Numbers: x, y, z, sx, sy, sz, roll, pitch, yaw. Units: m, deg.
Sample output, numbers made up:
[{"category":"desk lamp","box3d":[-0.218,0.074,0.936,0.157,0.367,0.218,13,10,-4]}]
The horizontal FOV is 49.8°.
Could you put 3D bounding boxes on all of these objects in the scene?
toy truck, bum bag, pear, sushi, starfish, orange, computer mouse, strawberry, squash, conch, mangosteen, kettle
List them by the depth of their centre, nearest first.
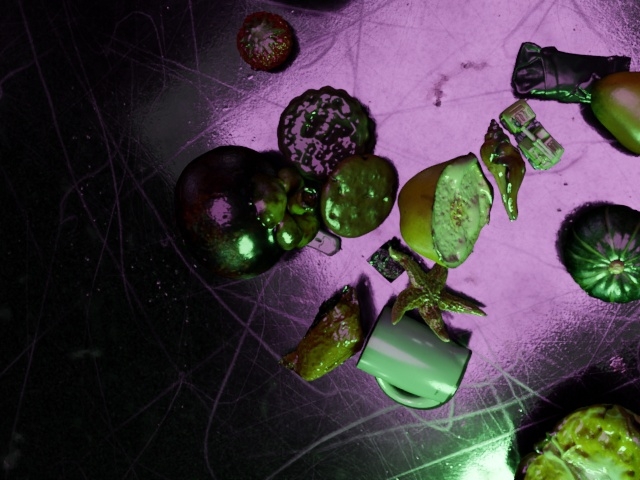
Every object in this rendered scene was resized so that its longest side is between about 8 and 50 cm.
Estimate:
[{"category":"squash","box3d":[0.631,0.029,1.480,0.218,0.172,0.218,2,102,9]},{"category":"orange","box3d":[0.604,0.539,1.509,0.368,0.210,0.271,-52,45,10]},{"category":"bum bag","box3d":[0.550,-0.364,1.517,0.249,0.060,0.123,8,94,10]},{"category":"toy truck","box3d":[0.470,-0.233,1.527,0.077,0.100,0.168,-35,88,12]},{"category":"conch","box3d":[0.421,-0.162,1.557,0.080,0.086,0.232,-30,94,-7]},{"category":"pear","box3d":[0.253,-0.076,1.558,0.178,0.267,0.266,12,99,37]},{"category":"starfish","box3d":[0.248,0.121,1.581,0.277,0.062,0.235,38,60,-5]},{"category":"mangosteen","box3d":[-0.180,-0.067,1.591,0.330,0.330,0.329,1,96,13]},{"category":"kettle","box3d":[0.212,0.294,1.619,0.237,0.161,0.221,24,119,5]},{"category":"sushi","box3d":[0.169,0.046,1.646,0.085,0.056,0.083,-43,85,14]},{"category":"strawberry","box3d":[-0.137,-0.478,1.649,0.145,0.086,0.145,1,95,11]},{"category":"sushi","box3d":[0.023,0.229,1.662,0.140,0.149,0.287,56,131,20]},{"category":"computer mouse","box3d":[0.000,0.000,1.693,0.110,0.032,0.055,27,102,0]}]

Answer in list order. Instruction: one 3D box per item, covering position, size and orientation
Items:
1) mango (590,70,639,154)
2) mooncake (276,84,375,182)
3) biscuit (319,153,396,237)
[{"category":"mango","box3d":[0.679,-0.276,1.457,0.221,0.120,0.151,43,101,-7]},{"category":"mooncake","box3d":[0.010,-0.246,1.619,0.228,0.124,0.228,1,95,12]},{"category":"biscuit","box3d":[0.090,-0.099,1.593,0.036,0.212,0.212,39,107,51]}]
